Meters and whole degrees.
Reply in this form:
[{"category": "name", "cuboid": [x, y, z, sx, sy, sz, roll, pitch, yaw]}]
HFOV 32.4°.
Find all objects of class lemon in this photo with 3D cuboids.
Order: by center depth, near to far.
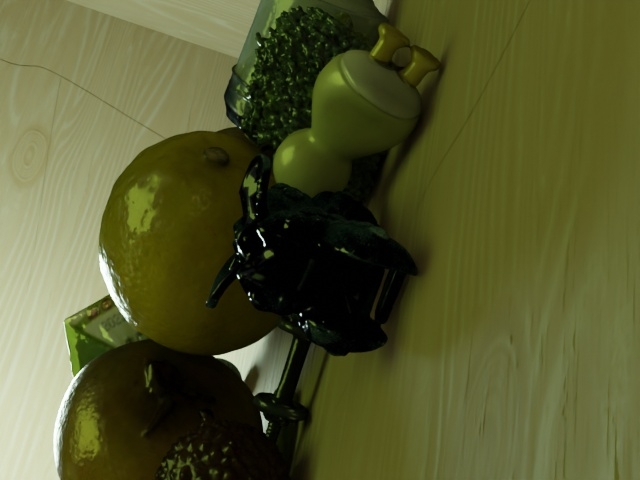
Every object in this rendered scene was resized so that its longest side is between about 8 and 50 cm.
[{"category": "lemon", "cuboid": [-0.171, 0.003, 1.653, 0.348, 0.348, 0.348, -163, 90, -79]}]

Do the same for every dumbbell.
[{"category": "dumbbell", "cuboid": [-0.038, 0.176, 1.515, 0.081, 0.082, 0.254, -152, 79, -79]}]

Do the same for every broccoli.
[{"category": "broccoli", "cuboid": [0.021, -0.195, 1.620, 0.245, 0.248, 0.288, 2, -83, -64]}]

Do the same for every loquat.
[{"category": "loquat", "cuboid": [-0.253, 0.327, 1.723, 0.328, 0.328, 0.359, -85, 10, -48]}]

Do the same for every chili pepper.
[{"category": "chili pepper", "cuboid": [-0.061, 0.288, 1.562, 0.049, 0.043, 0.208, -41, 32, 47]}]

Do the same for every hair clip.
[{"category": "hair clip", "cuboid": [-0.018, 0.022, 1.316, 0.310, 0.206, 0.194, -124, 56, -78]}]

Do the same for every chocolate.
[{"category": "chocolate", "cuboid": [-0.278, 0.154, 1.959, 0.137, 0.289, 0.301, 61, -177, 14]}]

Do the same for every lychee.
[{"category": "lychee", "cuboid": [-0.128, 0.331, 1.447, 0.200, 0.200, 0.238, 119, 146, -48]}]

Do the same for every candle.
[{"category": "candle", "cuboid": [-0.014, -0.317, 1.815, 0.221, 0.221, 0.342, -102, 34, -68]}]

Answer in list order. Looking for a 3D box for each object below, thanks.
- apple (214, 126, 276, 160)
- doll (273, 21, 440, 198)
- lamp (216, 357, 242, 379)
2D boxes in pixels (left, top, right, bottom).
[{"category": "apple", "cuboid": [-0.126, -0.076, 1.938, 0.234, 0.257, 0.256, -4, 66, 45]}, {"category": "doll", "cuboid": [0.031, -0.150, 1.440, 0.296, 0.141, 0.117, -45, 21, 36]}, {"category": "lamp", "cuboid": [-0.200, 0.275, 2.095, 0.105, 0.105, 0.105, -163, 90, -79]}]
